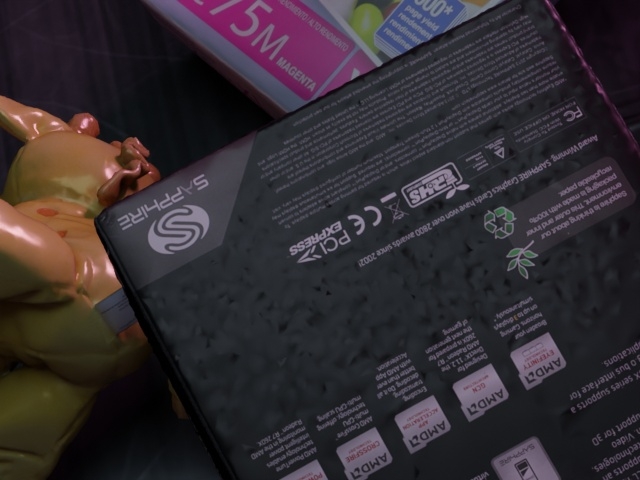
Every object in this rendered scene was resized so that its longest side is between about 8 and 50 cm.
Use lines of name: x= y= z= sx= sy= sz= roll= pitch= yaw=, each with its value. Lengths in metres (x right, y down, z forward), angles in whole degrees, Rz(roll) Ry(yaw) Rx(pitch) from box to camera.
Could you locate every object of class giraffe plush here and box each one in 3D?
giraffe plush: x=-0.147 y=0.007 z=1.026 sx=0.210 sy=0.181 sz=0.170 roll=-19 pitch=31 yaw=14

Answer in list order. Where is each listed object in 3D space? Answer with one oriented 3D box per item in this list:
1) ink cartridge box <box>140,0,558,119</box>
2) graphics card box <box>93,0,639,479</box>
ink cartridge box: x=0.065 y=-0.196 z=1.105 sx=0.186 sy=0.065 sz=0.311 roll=40 pitch=84 yaw=23
graphics card box: x=0.085 y=0.101 z=0.849 sx=0.233 sy=0.094 sz=0.371 roll=-29 pitch=79 yaw=-5
